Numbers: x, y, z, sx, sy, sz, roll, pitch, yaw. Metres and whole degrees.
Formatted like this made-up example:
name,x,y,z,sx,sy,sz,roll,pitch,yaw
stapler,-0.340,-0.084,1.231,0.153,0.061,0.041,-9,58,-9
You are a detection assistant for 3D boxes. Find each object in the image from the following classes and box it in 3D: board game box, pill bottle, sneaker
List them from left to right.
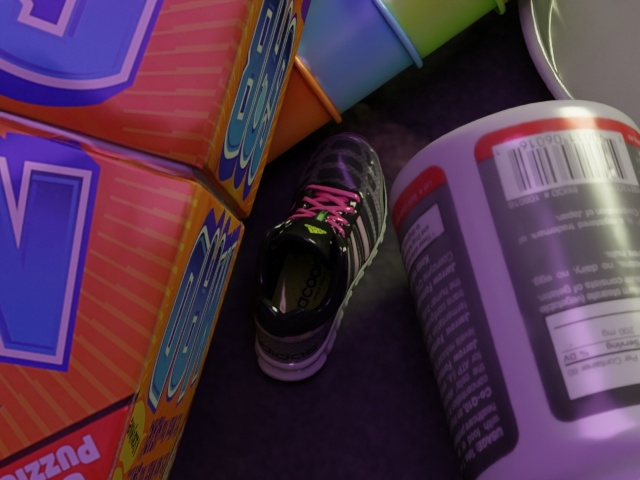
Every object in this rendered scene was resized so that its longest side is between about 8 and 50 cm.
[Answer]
name,x,y,z,sx,sy,sz,roll,pitch,yaw
board game box,-0.217,-0.069,1.040,0.356,0.356,0.356,16,88,2
sneaker,0.000,0.000,1.227,0.063,0.075,0.170,16,66,11
pill bottle,0.148,0.077,1.134,0.161,0.161,0.283,-13,65,-3

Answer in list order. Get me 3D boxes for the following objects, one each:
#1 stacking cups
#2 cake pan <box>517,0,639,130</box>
name,x,y,z,sx,sy,sz,roll,pitch,yaw
stacking cups,0.020,-0.121,1.255,0.316,0.096,0.096,-39,67,4
cake pan,0.275,-0.150,1.293,0.293,0.054,0.293,-1,65,3
